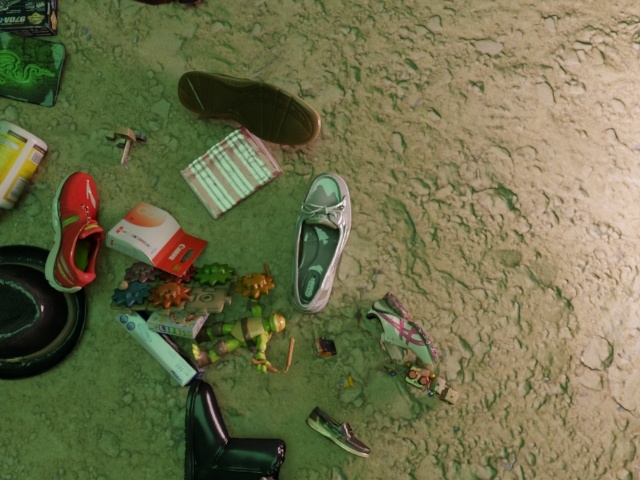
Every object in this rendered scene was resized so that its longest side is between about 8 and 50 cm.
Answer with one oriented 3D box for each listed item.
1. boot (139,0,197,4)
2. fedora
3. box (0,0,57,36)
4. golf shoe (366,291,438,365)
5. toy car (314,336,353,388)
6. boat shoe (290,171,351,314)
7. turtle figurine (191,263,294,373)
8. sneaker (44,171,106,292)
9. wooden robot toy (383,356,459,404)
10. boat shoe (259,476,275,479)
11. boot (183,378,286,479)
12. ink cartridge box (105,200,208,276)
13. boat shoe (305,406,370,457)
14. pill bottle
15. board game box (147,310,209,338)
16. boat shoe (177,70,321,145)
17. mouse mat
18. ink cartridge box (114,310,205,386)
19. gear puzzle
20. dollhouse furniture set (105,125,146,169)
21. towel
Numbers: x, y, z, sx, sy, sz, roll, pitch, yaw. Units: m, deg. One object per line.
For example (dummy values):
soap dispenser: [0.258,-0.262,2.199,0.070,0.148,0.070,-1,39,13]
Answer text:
boot: [-0.378,-0.629,1.684,0.219,0.082,0.106,8,59,7]
fedora: [-0.682,0.146,1.502,0.334,0.152,0.333,0,80,1]
box: [-0.745,-0.575,1.681,0.221,0.051,0.175,-3,80,1]
golf shoe: [0.177,0.203,1.511,0.086,0.067,0.186,-40,64,1]
toy car: [0.020,0.268,1.515,0.041,0.060,0.122,-33,72,28]
boat shoe: [-0.003,0.001,1.536,0.118,0.103,0.320,13,81,4]
turtle figurine: [-0.167,0.188,1.518,0.218,0.087,0.269,-15,58,2]
sneaker: [-0.510,-0.024,1.522,0.118,0.107,0.278,-15,67,33]
wooden robot toy: [0.224,0.278,1.502,0.173,0.076,0.079,27,71,5]
boat shoe: [-0.073,0.622,1.405,0.096,0.112,0.334,-4,101,-16]
boot: [-0.175,0.415,1.470,0.207,0.094,0.246,1,87,5]
ink cartridge box: [-0.352,-0.006,1.533,0.179,0.045,0.145,20,37,7]
boat shoe: [0.042,0.406,1.488,0.152,0.056,0.049,29,87,6]
pill bottle: [-0.715,-0.151,1.573,0.117,0.117,0.214,26,81,6]
board game box: [-0.287,0.142,1.499,0.104,0.026,0.154,8,36,12]
boat shoe: [-0.146,-0.307,1.582,0.342,0.123,0.123,17,112,15]
mouse mat: [-0.703,-0.405,1.649,0.190,0.007,0.152,12,94,-1]
ink cartridge box: [-0.342,0.226,1.508,0.207,0.097,0.046,43,84,8]
gear puzzle: [-0.267,0.091,1.492,0.339,0.175,0.044,1,122,5]
dollhouse furniture set: [-0.458,-0.210,1.581,0.091,0.114,0.081,13,85,1]
towel: [-0.206,-0.156,1.609,0.197,0.029,0.144,-37,81,-2]
